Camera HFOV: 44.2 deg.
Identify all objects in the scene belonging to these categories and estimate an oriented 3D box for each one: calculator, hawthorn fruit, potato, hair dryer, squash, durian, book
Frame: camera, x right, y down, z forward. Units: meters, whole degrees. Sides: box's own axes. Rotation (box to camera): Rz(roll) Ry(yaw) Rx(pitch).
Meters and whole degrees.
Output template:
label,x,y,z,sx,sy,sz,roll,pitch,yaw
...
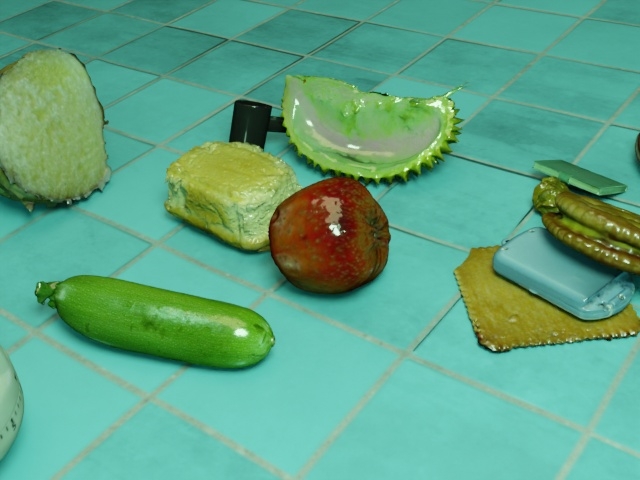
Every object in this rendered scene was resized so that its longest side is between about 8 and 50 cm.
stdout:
label,x,y,z,sx,sy,sz,roll,pitch,yaw
calculator,0.349,0.043,1.144,0.121,0.039,0.210,-28,42,-32
hawthorn fruit,0.000,0.000,1.180,0.200,0.179,0.179,-15,31,24
potato,-0.563,-0.188,1.475,0.237,0.300,0.289,-8,-3,32
hair dryer,-0.060,-0.212,1.554,0.248,0.114,0.070,-1,26,-28
squash,-0.242,0.111,1.110,0.379,0.101,0.101,12,40,17
durian,0.086,-0.202,1.431,0.356,0.169,0.157,8,36,20
book,0.442,-0.109,1.352,0.103,0.017,0.135,-8,29,-44

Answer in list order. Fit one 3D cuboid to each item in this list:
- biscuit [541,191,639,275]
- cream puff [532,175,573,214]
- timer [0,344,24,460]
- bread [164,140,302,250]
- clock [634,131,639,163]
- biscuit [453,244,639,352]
label,x,y,z,sx,sy,sz,roll,pitch,yaw
biscuit,0.433,-0.007,1.140,0.220,0.066,0.220,18,16,-5
cream puff,0.383,-0.068,1.304,0.058,0.083,0.083,-38,38,30
timer,-0.471,0.187,0.918,0.234,0.240,0.233,-4,37,3
bread,-0.145,-0.079,1.337,0.245,0.121,0.174,24,54,29
clock,0.704,-0.144,1.340,0.318,0.080,0.318,-1,40,1
biscuit,0.321,0.071,1.155,0.232,0.013,0.237,-7,35,-1
